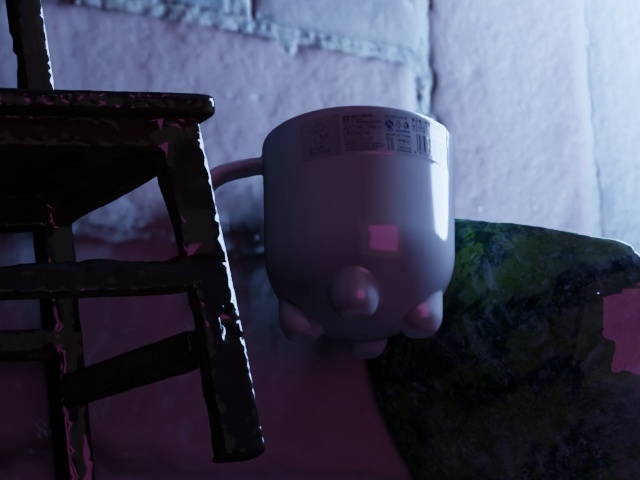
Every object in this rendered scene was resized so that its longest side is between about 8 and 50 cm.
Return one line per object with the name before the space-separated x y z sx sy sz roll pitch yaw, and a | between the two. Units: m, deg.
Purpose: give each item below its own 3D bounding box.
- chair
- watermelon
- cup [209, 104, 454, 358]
chair | -0.196 -0.054 1.117 0.203 0.240 0.416 -2 77 -30
watermelon | 0.175 0.098 1.342 0.176 0.260 0.256 -19 103 -47
cup | 0.008 -0.004 1.279 0.173 0.134 0.142 10 66 -22
